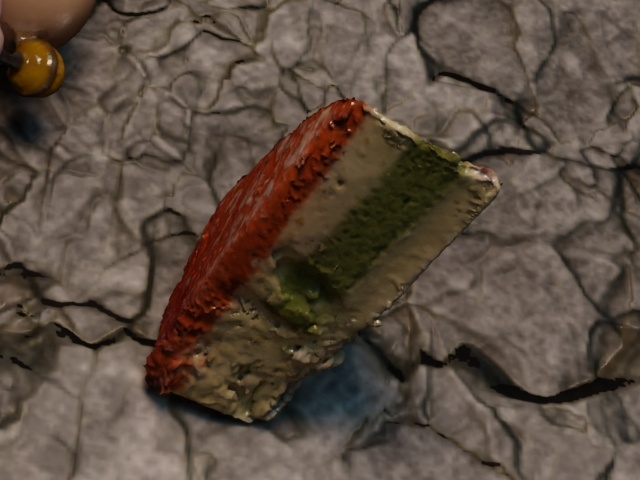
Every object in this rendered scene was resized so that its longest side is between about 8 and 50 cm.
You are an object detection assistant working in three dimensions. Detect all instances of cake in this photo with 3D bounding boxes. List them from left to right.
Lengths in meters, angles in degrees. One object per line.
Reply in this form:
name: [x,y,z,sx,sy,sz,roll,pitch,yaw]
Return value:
cake: [0.002,-0.012,0.850,0.086,0.220,0.117,26,41,-14]

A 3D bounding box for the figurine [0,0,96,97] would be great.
figurine: [-0.206,-0.151,0.914,0.186,0.176,0.287,68,29,-19]
